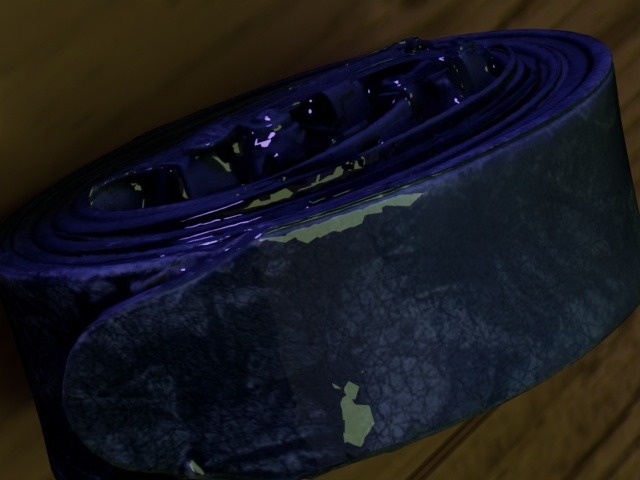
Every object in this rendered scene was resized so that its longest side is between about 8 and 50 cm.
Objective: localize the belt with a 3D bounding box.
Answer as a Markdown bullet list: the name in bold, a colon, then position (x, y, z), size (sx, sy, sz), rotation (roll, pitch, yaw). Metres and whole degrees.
- **belt**: position (0.000, 0.000, 0.519), size (0.190, 0.141, 0.082), rotation (-25, 109, -29)
